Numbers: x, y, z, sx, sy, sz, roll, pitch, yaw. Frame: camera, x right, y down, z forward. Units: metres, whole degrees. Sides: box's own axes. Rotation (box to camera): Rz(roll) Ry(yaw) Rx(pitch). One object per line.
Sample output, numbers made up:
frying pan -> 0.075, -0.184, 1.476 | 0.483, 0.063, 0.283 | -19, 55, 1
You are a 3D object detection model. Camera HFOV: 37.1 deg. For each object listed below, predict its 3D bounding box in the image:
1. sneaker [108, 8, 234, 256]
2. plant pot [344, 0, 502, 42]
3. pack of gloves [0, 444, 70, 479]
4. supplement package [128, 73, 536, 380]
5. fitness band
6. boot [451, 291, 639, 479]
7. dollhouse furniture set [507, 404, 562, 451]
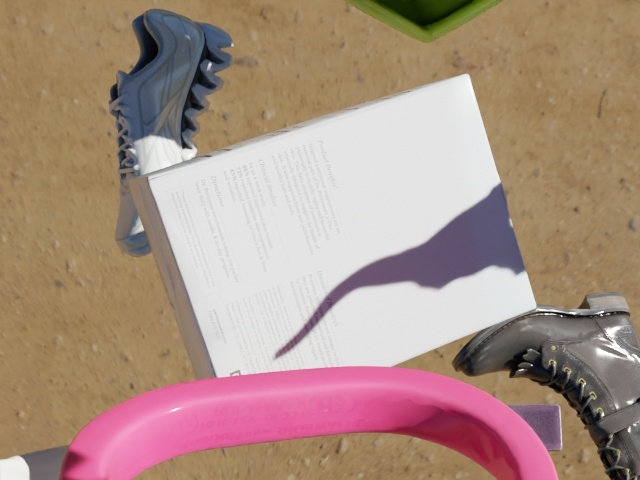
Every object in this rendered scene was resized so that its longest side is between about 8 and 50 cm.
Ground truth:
sneaker -> -0.198, -0.127, 1.101 | 0.118, 0.110, 0.292 | 21, 78, -40
plant pot -> 0.108, -0.357, 0.920 | 0.227, 0.228, 0.207 | -28, 64, 31
pack of gloves -> -0.238, 0.261, 0.730 | 0.046, 0.232, 0.195 | -20, 77, 23
supplement package -> 0.000, 0.000, 0.809 | 0.263, 0.198, 0.199 | -20, 98, -14
fitness band -> -0.001, 0.143, 0.552 | 0.291, 0.209, 0.054 | -2, 110, -17
boot -> 0.307, 0.185, 1.102 | 0.263, 0.091, 0.229 | -13, 61, -13
dollhouse furniture set -> 0.146, 0.195, 0.752 | 0.091, 0.081, 0.114 | -3, 64, 13
